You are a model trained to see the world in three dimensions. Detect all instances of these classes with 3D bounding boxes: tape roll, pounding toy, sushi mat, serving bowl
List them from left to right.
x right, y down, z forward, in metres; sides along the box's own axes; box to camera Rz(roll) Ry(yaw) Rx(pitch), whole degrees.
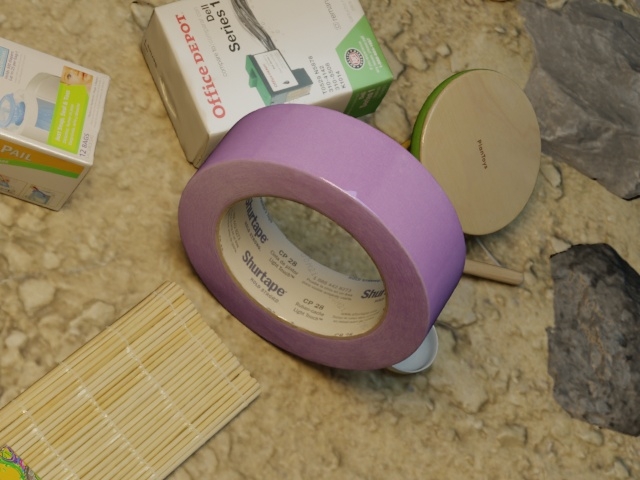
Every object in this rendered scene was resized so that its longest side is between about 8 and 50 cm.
[{"bbox_3d":[-0.202,0.174,1.722,0.151,0.019,0.316,49,52,1],"label":"sushi mat"},{"bbox_3d":[0.000,0.000,1.765,0.275,0.275,0.090,39,54,-6],"label":"tape roll"},{"bbox_3d":[0.082,0.105,1.910,0.083,0.027,0.083,13,60,-23],"label":"serving bowl"},{"bbox_3d":[0.143,-0.074,2.011,0.183,0.110,0.236,5,91,-39],"label":"pounding toy"}]

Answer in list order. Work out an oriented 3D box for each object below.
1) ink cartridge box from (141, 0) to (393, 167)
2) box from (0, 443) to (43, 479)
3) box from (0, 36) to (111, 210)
[{"bbox_3d":[-0.059,-0.190,1.915,0.219,0.092,0.160,-20,76,-20],"label":"ink cartridge box"},{"bbox_3d":[-0.281,0.380,1.469,0.279,0.177,0.290,46,52,0],"label":"box"},{"bbox_3d":[-0.324,-0.126,1.760,0.203,0.103,0.114,19,57,-19],"label":"box"}]
